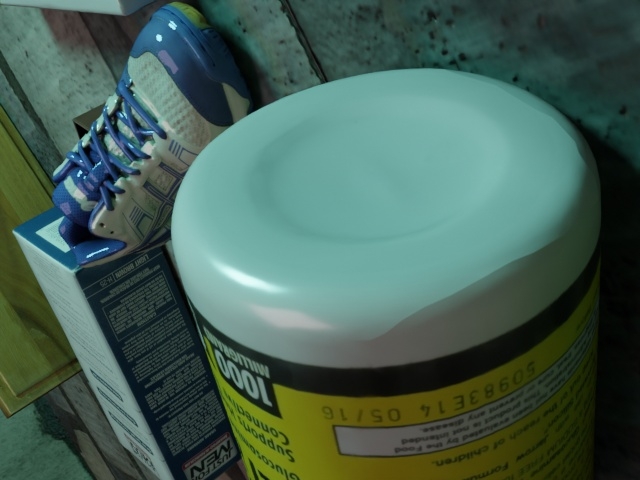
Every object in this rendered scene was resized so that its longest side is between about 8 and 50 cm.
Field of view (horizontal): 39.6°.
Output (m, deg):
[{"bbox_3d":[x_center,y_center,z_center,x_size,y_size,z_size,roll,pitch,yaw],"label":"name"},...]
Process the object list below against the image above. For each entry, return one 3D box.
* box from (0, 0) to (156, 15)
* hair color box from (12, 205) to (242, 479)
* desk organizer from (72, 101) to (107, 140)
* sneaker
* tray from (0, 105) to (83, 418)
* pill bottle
[{"bbox_3d":[-0.242,-0.297,0.681,0.322,0.058,0.232,20,136,48],"label":"box"},{"bbox_3d":[-0.222,0.127,1.062,0.174,0.105,0.347,24,138,48],"label":"hair color box"},{"bbox_3d":[-0.187,-0.067,0.847,0.047,0.050,0.130,32,145,40],"label":"desk organizer"},{"bbox_3d":[-0.140,-0.057,0.693,0.112,0.131,0.296,52,152,13],"label":"sneaker"},{"bbox_3d":[-0.427,0.000,1.154,0.411,0.203,0.076,57,152,-1],"label":"tray"},{"bbox_3d":[0.050,0.096,0.477,0.188,0.188,0.334,30,143,42],"label":"pill bottle"}]
